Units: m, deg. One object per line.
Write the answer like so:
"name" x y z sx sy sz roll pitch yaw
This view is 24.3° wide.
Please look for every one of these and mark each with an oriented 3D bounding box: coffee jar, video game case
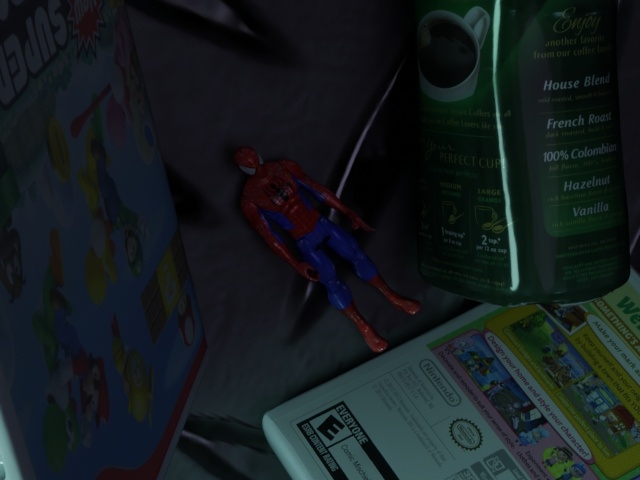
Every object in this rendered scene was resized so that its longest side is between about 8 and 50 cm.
"coffee jar" 0.086 -0.068 0.647 0.079 0.096 0.184 -10 104 -29
"video game case" 0.109 0.113 0.635 0.193 0.212 0.023 -25 144 -18
"video game case" -0.095 -0.033 0.495 0.025 0.204 0.285 -6 115 11

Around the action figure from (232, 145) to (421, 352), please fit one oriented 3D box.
"action figure" 0.000 0.000 0.655 0.038 0.030 0.115 -46 114 -8
